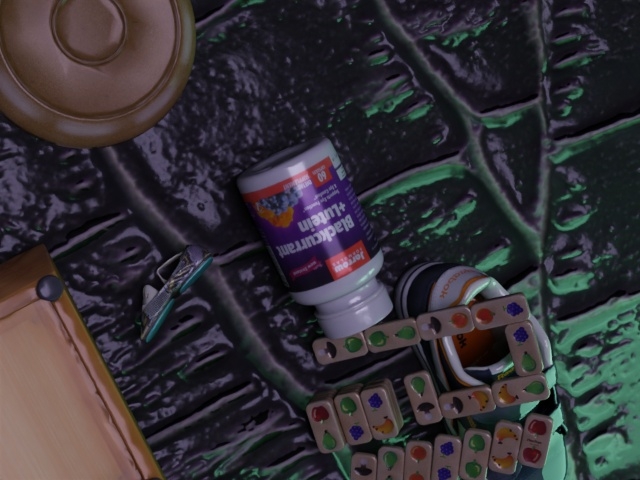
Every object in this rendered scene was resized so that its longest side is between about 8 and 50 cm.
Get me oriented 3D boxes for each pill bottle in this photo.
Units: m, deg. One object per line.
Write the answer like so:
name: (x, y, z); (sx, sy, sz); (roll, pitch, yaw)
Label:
pill bottle: (0.000, 0.000, 1.301); (0.108, 0.108, 0.193); (-31, 103, -22)

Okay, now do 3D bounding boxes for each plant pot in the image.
plant pot: (-0.229, -0.209, 1.235); (0.236, 0.032, 0.236); (0, 90, -26)

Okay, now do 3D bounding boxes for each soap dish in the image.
soap dish: (-0.281, 0.179, 1.151); (0.229, 0.118, 0.290); (-30, 97, -26)

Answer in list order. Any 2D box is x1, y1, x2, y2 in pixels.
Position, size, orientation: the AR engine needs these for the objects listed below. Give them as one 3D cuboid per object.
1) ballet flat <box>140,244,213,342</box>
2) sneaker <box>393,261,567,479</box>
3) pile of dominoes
ballet flat: (-0.156, 0.050, 1.272); (0.041, 0.041, 0.114); (43, 73, -19)
sneaker: (0.199, 0.169, 1.389); (0.126, 0.127, 0.321); (-39, 107, -21)
pile of dominoes: (0.115, 0.175, 1.310); (0.251, 0.040, 0.196); (-14, 101, 17)
